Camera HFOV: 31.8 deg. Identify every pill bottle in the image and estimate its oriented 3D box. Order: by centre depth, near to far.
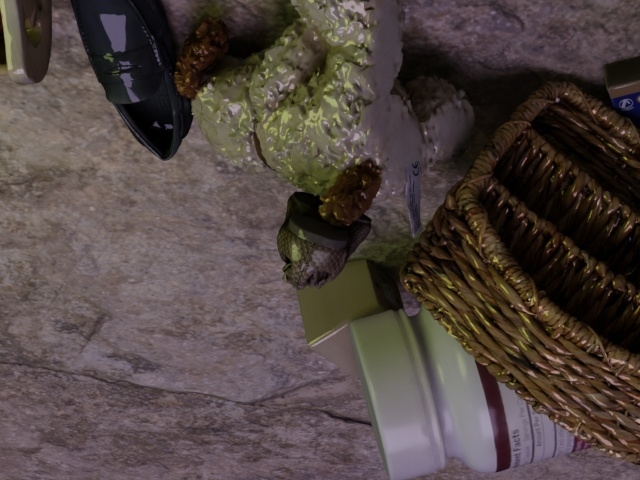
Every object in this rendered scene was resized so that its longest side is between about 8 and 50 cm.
[{"bbox_3d":[0.244,0.136,1.279,0.392,0.224,0.224,-14,145,-2],"label":"pill bottle"}]

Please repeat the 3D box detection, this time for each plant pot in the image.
[{"bbox_3d":[0.044,0.086,1.381,0.096,0.109,0.109,-33,136,21],"label":"plant pot"}]

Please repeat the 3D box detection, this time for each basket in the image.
[{"bbox_3d":[0.253,0.025,1.039,0.299,0.213,0.223,40,116,8],"label":"basket"}]

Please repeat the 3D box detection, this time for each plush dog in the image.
[{"bbox_3d":[-0.017,-0.111,1.037,0.225,0.211,0.262,8,154,39],"label":"plush dog"}]

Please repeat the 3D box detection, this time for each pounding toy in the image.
[{"bbox_3d":[-0.304,-0.207,0.894,0.154,0.154,0.270,-3,145,4],"label":"pounding toy"}]

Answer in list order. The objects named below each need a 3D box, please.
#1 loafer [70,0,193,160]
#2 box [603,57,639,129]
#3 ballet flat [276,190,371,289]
[{"bbox_3d":[-0.169,-0.161,1.029,0.076,0.078,0.223,-8,145,10],"label":"loafer"},{"bbox_3d":[0.378,-0.112,1.145,0.136,0.037,0.225,-13,145,18],"label":"box"},{"bbox_3d":[0.000,0.000,1.025,0.084,0.250,0.058,18,101,1],"label":"ballet flat"}]
